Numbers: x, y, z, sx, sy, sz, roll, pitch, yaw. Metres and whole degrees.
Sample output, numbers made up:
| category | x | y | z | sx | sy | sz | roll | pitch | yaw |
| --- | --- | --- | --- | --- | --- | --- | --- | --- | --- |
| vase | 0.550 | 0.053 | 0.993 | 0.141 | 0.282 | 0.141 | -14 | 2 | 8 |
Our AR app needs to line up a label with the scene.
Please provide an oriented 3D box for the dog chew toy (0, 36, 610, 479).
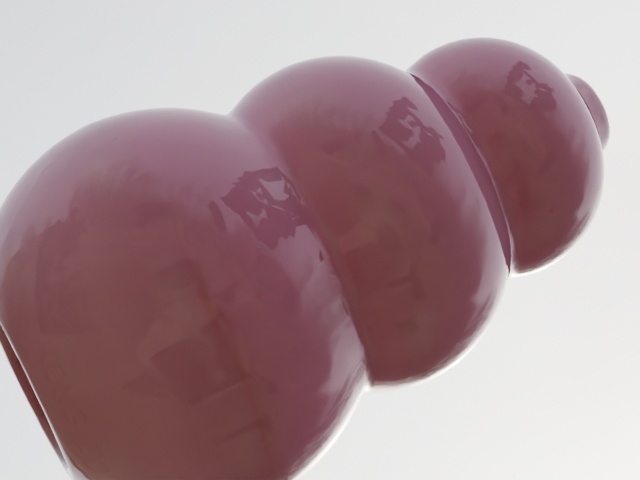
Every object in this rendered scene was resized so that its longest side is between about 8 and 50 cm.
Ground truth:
| category | x | y | z | sx | sy | sz | roll | pitch | yaw |
| --- | --- | --- | --- | --- | --- | --- | --- | --- | --- |
| dog chew toy | 0.000 | 0.000 | 0.831 | 0.332 | 0.206 | 0.206 | -27 | -54 | -15 |
